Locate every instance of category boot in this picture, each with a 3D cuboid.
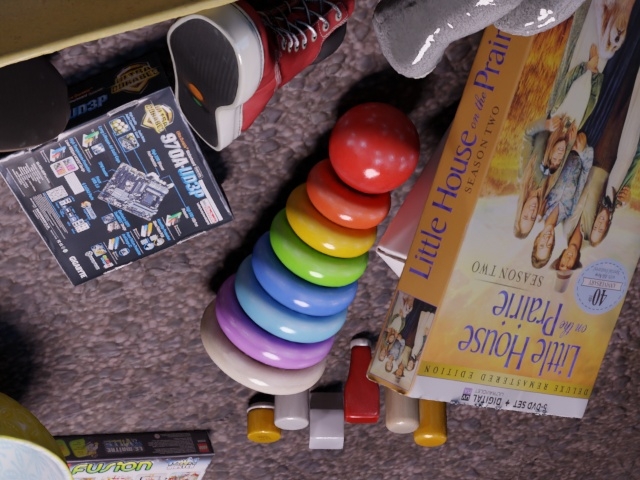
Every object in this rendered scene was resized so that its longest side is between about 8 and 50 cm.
[{"bbox_3d":[-0.364,-0.123,1.635,0.305,0.112,0.115,1,168,-34],"label":"boot"},{"bbox_3d":[-0.039,-0.184,1.644,0.176,0.088,0.244,-40,172,-13],"label":"boot"}]

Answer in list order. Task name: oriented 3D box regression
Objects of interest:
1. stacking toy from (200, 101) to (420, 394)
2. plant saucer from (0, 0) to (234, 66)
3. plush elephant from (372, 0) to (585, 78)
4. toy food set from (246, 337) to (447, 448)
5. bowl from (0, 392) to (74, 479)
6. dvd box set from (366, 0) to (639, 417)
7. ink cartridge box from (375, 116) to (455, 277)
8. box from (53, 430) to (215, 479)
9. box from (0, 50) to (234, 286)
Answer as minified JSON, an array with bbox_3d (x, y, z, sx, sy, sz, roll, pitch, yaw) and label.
[{"bbox_3d":[0.000,0.000,1.930,0.141,0.141,0.330,4,132,-31],"label":"stacking toy"},{"bbox_3d":[-0.219,-0.303,1.425,0.333,0.081,0.333,-16,128,-7],"label":"plant saucer"},{"bbox_3d":[0.186,-0.322,1.548,0.330,0.272,0.255,-12,-162,43],"label":"plush elephant"},{"bbox_3d":[0.031,0.173,2.210,0.232,0.104,0.111,0,155,-1],"label":"toy food set"},{"bbox_3d":[-0.410,0.228,1.972,0.289,0.156,0.289,-15,143,-11],"label":"bowl"},{"bbox_3d":[0.218,-0.043,1.818,0.308,0.062,0.420,14,97,-50],"label":"dvd box set"},{"bbox_3d":[0.197,0.005,1.971,0.198,0.115,0.273,-59,143,-13],"label":"ink cartridge box"},{"bbox_3d":[-0.236,0.270,2.215,0.207,0.036,0.114,1,138,-28],"label":"box"},{"bbox_3d":[-0.195,-0.062,1.808,0.175,0.051,0.220,-23,144,1],"label":"box"}]
